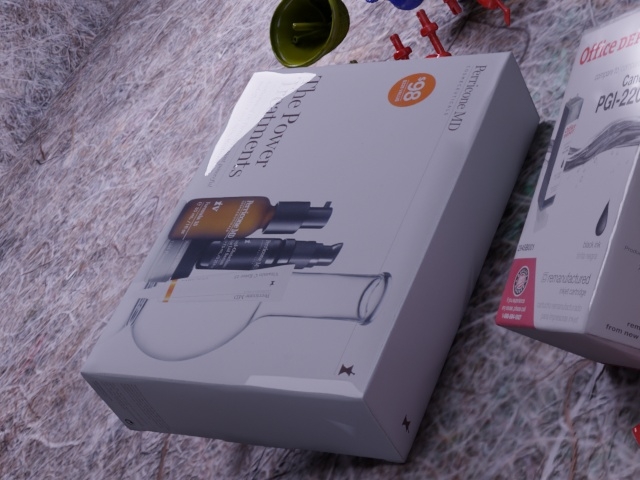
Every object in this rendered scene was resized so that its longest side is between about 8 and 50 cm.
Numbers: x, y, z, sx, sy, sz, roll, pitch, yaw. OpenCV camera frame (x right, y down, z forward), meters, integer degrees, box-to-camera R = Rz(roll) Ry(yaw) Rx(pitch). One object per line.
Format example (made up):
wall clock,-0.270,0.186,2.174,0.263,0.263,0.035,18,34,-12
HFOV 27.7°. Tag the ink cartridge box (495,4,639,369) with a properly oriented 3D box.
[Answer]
ink cartridge box,0.203,-0.034,0.813,0.158,0.092,0.218,173,117,-78

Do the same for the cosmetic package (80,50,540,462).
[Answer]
cosmetic package,0.000,0.000,1.132,0.284,0.097,0.377,2,50,32

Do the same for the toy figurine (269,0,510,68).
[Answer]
toy figurine,0.130,-0.283,1.487,0.217,0.191,0.362,-27,-3,-40

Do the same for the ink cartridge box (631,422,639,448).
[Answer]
ink cartridge box,0.289,0.071,0.648,0.296,0.066,0.261,-42,24,15

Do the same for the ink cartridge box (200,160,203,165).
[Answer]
ink cartridge box,-0.078,-0.041,1.466,0.153,0.087,0.208,-35,27,31
